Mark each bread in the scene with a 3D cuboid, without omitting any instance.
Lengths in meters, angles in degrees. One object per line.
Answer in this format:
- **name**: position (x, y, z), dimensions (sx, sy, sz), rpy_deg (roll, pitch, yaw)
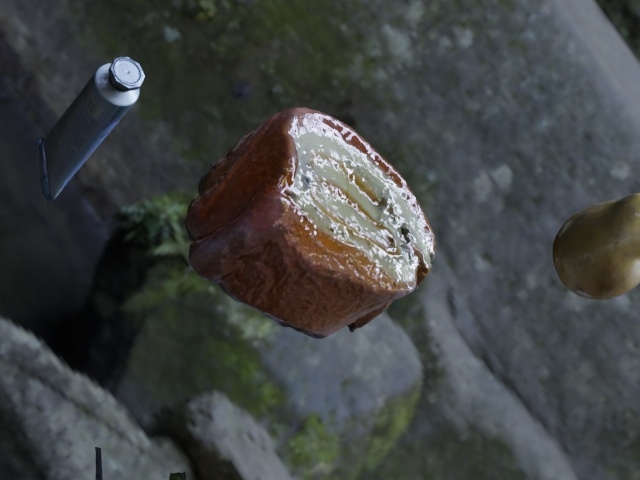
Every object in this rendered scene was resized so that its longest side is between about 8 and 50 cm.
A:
- **bread**: position (0.001, -0.010, 1.355), dimensions (0.244, 0.123, 0.190), rpy_deg (32, 44, -33)

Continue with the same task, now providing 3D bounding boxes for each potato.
- **potato**: position (0.192, 0.001, 0.922), dimensions (0.062, 0.083, 0.068), rpy_deg (10, 47, -29)

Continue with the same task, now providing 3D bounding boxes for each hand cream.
- **hand cream**: position (-0.278, -0.135, 1.640), dimensions (0.055, 0.256, 0.088), rpy_deg (1, 65, -36)

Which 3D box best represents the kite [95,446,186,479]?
- **kite**: position (-0.134, 0.266, 1.222), dimensions (0.183, 0.160, 0.010), rpy_deg (18, 25, 13)
